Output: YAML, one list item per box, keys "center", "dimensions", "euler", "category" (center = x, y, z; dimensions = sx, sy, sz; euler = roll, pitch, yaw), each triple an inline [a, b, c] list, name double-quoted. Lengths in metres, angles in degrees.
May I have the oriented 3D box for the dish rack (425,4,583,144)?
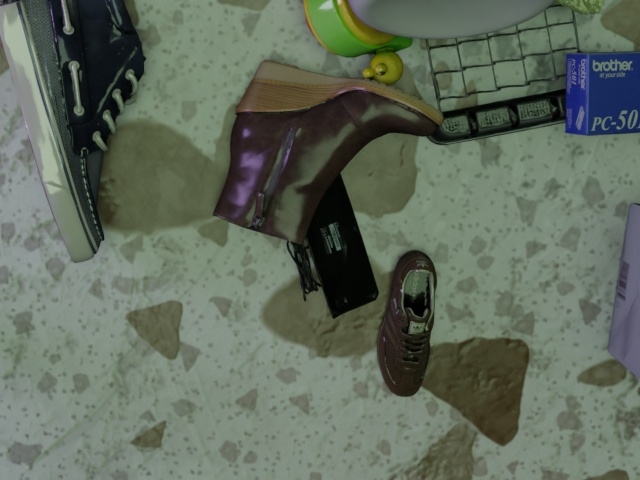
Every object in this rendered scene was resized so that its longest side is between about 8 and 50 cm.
- center: [0.211, -0.261, 1.668]
  dimensions: [0.208, 0.074, 0.271]
  euler: [-11, 98, -3]
  category: "dish rack"

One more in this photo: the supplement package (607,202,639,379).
- center: [0.512, 0.076, 1.671]
  dimensions: [0.263, 0.198, 0.199]
  euler: [6, 98, -4]
  category: "supplement package"

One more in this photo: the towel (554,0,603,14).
- center: [0.276, -0.334, 1.612]
  dimensions: [0.148, 0.027, 0.110]
  euler: [21, 95, -6]
  category: "towel"

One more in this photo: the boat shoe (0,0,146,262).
- center: [-0.270, -0.152, 1.631]
  dimensions: [0.158, 0.127, 0.340]
  euler: [-16, 104, -10]
  category: "boat shoe"

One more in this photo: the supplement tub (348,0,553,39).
- center: [0.137, -0.407, 1.512]
  dimensions: [0.235, 0.235, 0.324]
  euler: [-2, 78, -3]
  category: "supplement tub"

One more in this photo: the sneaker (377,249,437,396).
- center: [0.108, 0.108, 1.718]
  dimensions: [0.066, 0.071, 0.188]
  euler: [2, 99, -4]
  category: "sneaker"

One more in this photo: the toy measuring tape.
- center: [0.014, -0.331, 1.617]
  dimensions: [0.121, 0.121, 0.330]
  euler: [-23, 100, 1]
  category: "toy measuring tape"

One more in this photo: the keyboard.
- center: [0.000, 0.000, 1.722]
  dimensions: [0.100, 0.038, 0.192]
  euler: [-21, 99, -23]
  category: "keyboard"

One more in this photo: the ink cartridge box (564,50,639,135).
- center: [0.390, -0.179, 1.661]
  dimensions: [0.207, 0.046, 0.097]
  euler: [-6, 101, -26]
  category: "ink cartridge box"

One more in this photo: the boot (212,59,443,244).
- center: [0.008, -0.093, 1.651]
  dimensions: [0.248, 0.090, 0.207]
  euler: [14, 87, 14]
  category: "boot"

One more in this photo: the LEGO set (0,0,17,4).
- center: [-0.364, -0.289, 1.652]
  dimensions: [0.083, 0.023, 0.054]
  euler: [-18, 100, 0]
  category: "LEGO set"
